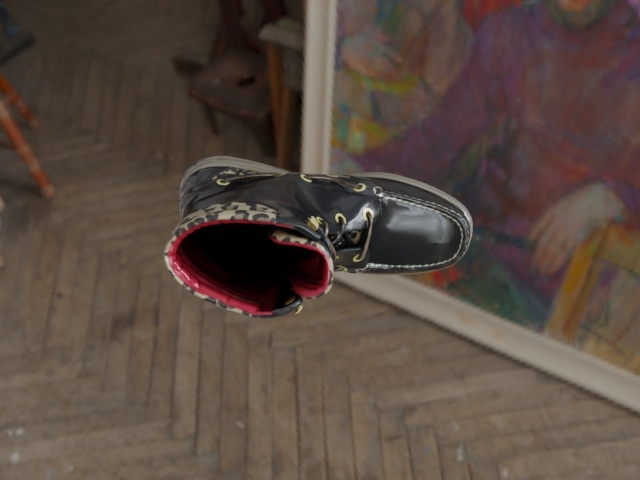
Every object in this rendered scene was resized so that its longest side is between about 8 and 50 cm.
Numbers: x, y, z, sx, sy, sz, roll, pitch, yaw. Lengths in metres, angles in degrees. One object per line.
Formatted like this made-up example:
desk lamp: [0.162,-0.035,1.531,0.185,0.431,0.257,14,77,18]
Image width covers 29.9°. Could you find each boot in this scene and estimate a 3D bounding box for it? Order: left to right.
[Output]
boot: [0.000,0.000,1.418,0.377,0.138,0.284,13,17,-1]
